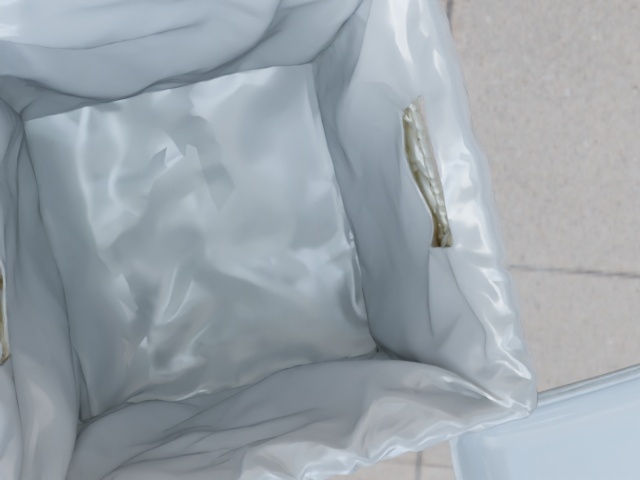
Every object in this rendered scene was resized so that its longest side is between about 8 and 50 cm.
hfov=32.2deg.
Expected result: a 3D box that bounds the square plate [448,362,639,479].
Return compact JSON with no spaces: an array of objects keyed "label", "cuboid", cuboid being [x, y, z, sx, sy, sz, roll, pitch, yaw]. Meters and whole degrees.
[{"label":"square plate","cuboid":[0.276,0.234,0.863,0.343,0.049,0.347,-16,110,-12]}]

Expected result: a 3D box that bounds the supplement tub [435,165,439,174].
[{"label":"supplement tub","cuboid":[0.000,0.000,1.368,0.316,0.228,0.228,11,147,30]}]

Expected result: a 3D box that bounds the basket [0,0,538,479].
[{"label":"basket","cuboid":[-0.077,-0.005,0.751,0.331,0.329,0.266,-15,178,-9]}]
